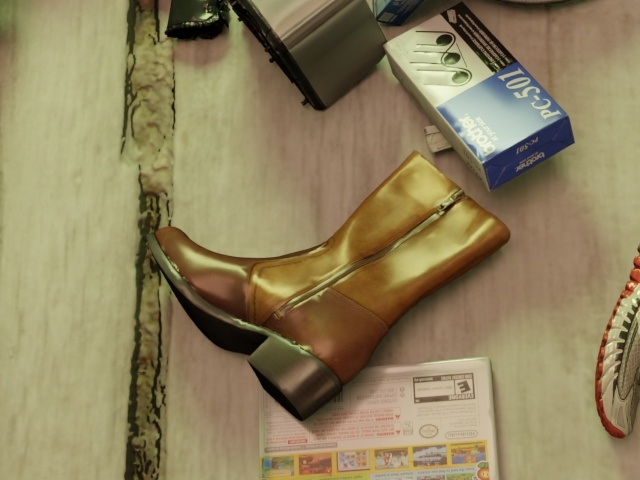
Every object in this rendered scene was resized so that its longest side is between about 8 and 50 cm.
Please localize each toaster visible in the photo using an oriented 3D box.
[{"bbox_3d":[-0.032,-0.246,1.514,0.110,0.185,0.168,-38,66,1],"label":"toaster"}]

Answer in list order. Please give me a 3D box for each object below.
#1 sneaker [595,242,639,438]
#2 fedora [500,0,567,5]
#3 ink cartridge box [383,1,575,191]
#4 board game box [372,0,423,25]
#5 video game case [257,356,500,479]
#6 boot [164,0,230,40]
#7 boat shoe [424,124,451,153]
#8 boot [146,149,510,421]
[{"bbox_3d":[0.313,0.077,1.367,0.093,0.088,0.225,21,75,17],"label":"sneaker"},{"bbox_3d":[0.211,-0.379,1.543,0.244,0.124,0.275,-20,67,4],"label":"fedora"},{"bbox_3d":[0.153,-0.145,1.475,0.097,0.046,0.207,-29,49,-5],"label":"ink cartridge box"},{"bbox_3d":[0.107,-0.323,1.512,0.035,0.201,0.136,8,68,-21],"label":"board game box"},{"bbox_3d":[0.054,0.219,1.403,0.227,0.026,0.206,-6,68,9],"label":"video game case"},{"bbox_3d":[-0.155,-0.266,1.625,0.121,0.045,0.099,-3,72,11],"label":"boot"},{"bbox_3d":[0.156,-0.107,1.504,0.100,0.035,0.035,-10,95,4],"label":"boat shoe"},{"bbox_3d":[0.000,0.000,1.461,0.280,0.096,0.264,-42,54,-14],"label":"boot"}]
